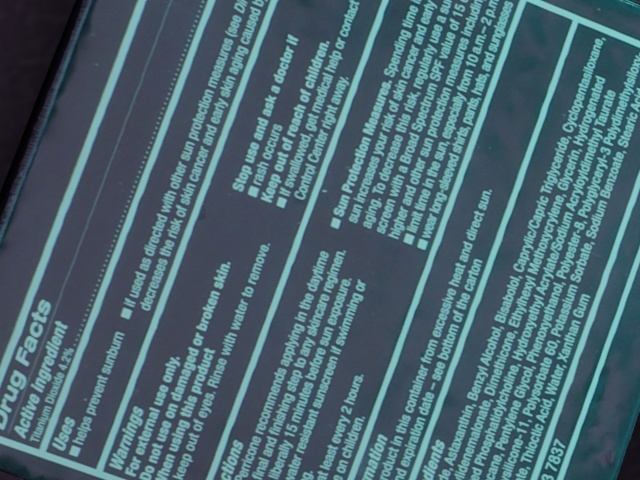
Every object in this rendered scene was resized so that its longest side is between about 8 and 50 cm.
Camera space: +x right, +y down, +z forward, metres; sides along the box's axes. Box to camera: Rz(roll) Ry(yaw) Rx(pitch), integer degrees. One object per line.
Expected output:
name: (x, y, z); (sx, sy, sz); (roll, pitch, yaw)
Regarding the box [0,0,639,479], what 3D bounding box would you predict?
box: (0.000, 0.000, 0.857); (0.294, 0.183, 0.296); (22, 85, -10)
